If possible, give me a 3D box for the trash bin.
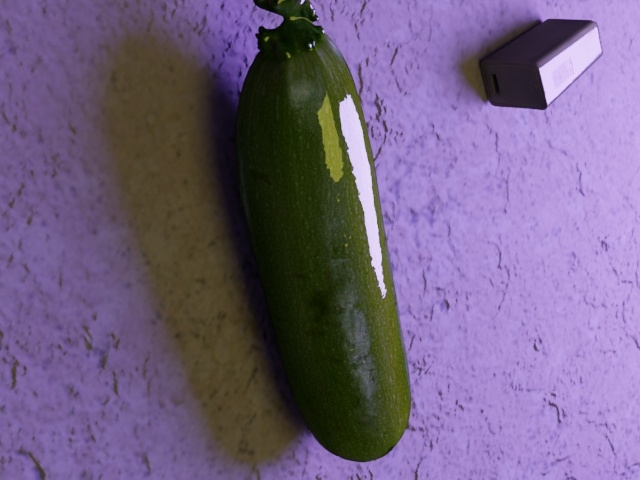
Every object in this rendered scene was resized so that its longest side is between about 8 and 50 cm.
[{"bbox_3d":[0.186,-0.151,1.131,0.092,0.061,0.043,-40,124,-33],"label":"trash bin"}]

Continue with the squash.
[{"bbox_3d":[0.000,0.000,0.962,0.101,0.101,0.378,-29,122,-35],"label":"squash"}]
